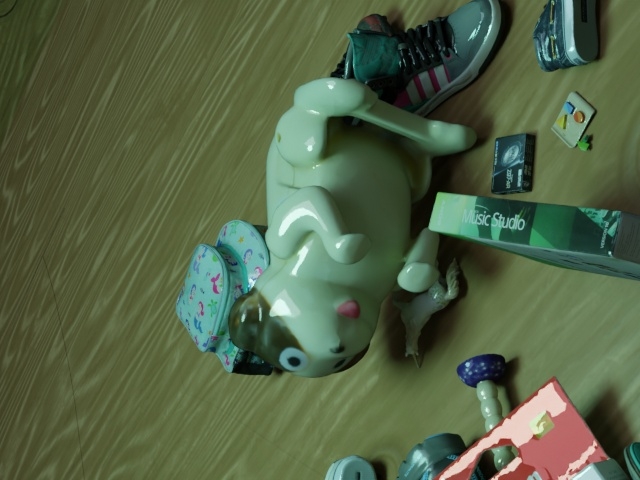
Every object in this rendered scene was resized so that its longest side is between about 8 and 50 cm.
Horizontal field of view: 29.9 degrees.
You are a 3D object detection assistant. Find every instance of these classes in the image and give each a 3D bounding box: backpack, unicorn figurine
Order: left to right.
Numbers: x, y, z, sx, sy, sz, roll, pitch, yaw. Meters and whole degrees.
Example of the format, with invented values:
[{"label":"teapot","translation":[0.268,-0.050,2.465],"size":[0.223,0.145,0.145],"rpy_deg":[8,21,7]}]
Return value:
[{"label":"backpack","translation":[-0.139,0.091,2.179],"size":[0.253,0.191,0.225],"rpy_deg":[-64,35,17]},{"label":"unicorn figurine","translation":[0.153,0.101,1.823],"size":[0.162,0.060,0.111],"rpy_deg":[-53,37,40]}]

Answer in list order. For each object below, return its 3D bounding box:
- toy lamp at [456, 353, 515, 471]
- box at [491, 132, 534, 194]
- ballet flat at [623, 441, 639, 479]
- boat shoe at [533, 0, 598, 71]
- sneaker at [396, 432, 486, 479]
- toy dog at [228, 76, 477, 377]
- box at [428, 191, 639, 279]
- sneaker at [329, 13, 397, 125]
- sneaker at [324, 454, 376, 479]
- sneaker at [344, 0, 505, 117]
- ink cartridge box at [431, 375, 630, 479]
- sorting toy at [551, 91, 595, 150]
[{"label":"toy lamp","translation":[0.245,0.291,1.615],"size":[0.080,0.080,0.274],"rpy_deg":[-45,45,42]},{"label":"box","translation":[0.276,-0.109,1.723],"size":[0.067,0.018,0.083],"rpy_deg":[-3,79,58]},{"label":"ballet flat","translation":[0.408,0.313,1.360],"size":[0.213,0.072,0.068],"rpy_deg":[45,124,52]},{"label":"boat shoe","translation":[0.332,-0.324,1.646],"size":[0.083,0.065,0.183],"rpy_deg":[-9,76,55]},{"label":"sneaker","translation":[0.132,0.441,1.711],"size":[0.139,0.125,0.341],"rpy_deg":[51,126,44]},{"label":"toy dog","translation":[0.000,0.000,1.793],"size":[0.395,0.284,0.408],"rpy_deg":[0,74,47]},{"label":"box","translation":[0.316,0.002,1.432],"size":[0.322,0.232,0.058],"rpy_deg":[8,84,57]},{"label":"sneaker","translation":[0.049,-0.251,2.009],"size":[0.097,0.135,0.276],"rpy_deg":[15,94,60]},{"label":"sneaker","translation":[0.044,0.469,1.892],"size":[0.091,0.094,0.258],"rpy_deg":[152,127,-73]},{"label":"sneaker","translation":[0.132,-0.290,1.845],"size":[0.295,0.178,0.124],"rpy_deg":[-43,48,44]},{"label":"ink cartridge box","translation":[0.251,0.360,1.491],"size":[0.296,0.066,0.261],"rpy_deg":[-47,62,27]},{"label":"sorting toy","translation":[0.347,-0.158,1.629],"size":[0.062,0.012,0.083],"rpy_deg":[-63,36,25]}]
